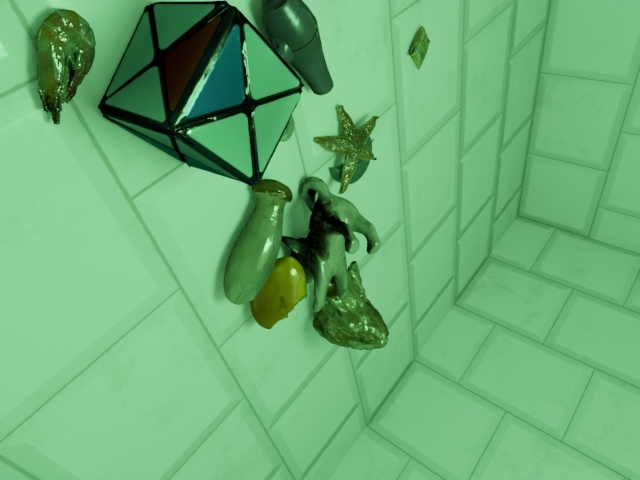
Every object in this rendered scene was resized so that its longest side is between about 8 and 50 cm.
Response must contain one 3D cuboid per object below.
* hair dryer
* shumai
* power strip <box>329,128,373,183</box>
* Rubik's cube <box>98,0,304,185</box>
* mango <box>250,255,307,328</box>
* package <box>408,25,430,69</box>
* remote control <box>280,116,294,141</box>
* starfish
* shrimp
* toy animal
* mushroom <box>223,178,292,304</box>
[{"bbox_3d":[-0.100,-0.367,1.111,0.361,0.121,0.301,-62,152,-11],"label":"hair dryer"},{"bbox_3d":[0.122,0.218,1.628,0.267,0.314,0.263,-10,114,-37],"label":"shumai"},{"bbox_3d":[0.117,-0.274,1.536,0.216,0.044,0.137,-54,144,-16],"label":"power strip"},{"bbox_3d":[-0.222,-0.278,0.891,0.246,0.248,0.250,30,84,-55],"label":"Rubik's cube"},{"bbox_3d":[-0.124,0.151,1.358,0.126,0.153,0.252,-43,161,-57],"label":"mango"},{"bbox_3d":[0.351,-0.677,1.624,0.120,0.031,0.108,16,97,-61],"label":"package"},{"bbox_3d":[-0.149,-0.294,1.165,0.221,0.042,0.078,-10,119,-50],"label":"remote control"},{"bbox_3d":[0.081,-0.297,1.440,0.231,0.048,0.295,29,83,-35],"label":"starfish"},{"bbox_3d":[-0.432,-0.290,0.781,0.101,0.042,0.190,-3,112,-61],"label":"shrimp"},{"bbox_3d":[0.000,0.000,1.406,0.194,0.303,0.344,-14,145,-44],"label":"toy animal"},{"bbox_3d":[-0.170,0.005,1.249,0.128,0.128,0.350,9,99,-55],"label":"mushroom"}]
